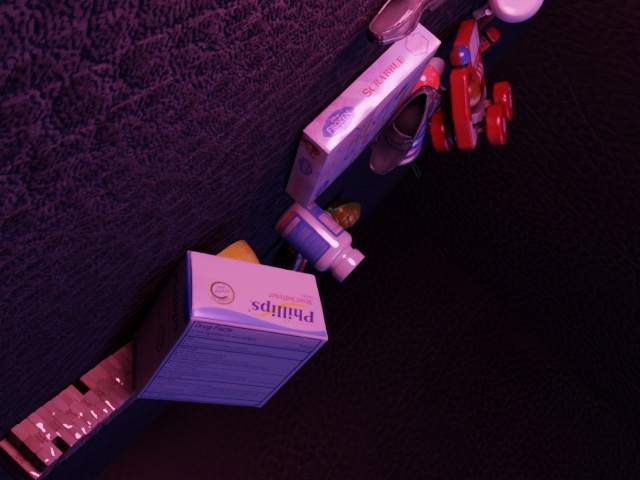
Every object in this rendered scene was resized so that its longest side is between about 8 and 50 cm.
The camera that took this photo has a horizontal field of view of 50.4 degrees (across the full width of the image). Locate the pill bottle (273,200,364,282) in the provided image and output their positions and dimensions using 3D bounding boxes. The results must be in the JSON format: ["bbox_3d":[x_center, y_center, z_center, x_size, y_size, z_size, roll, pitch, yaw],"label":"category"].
[{"bbox_3d":[0.000,0.000,1.718,0.124,0.221,0.124,-46,175,-5],"label":"pill bottle"}]

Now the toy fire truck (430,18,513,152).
[{"bbox_3d":[0.351,-0.363,1.624,0.169,0.253,0.302,-3,-145,25],"label":"toy fire truck"}]

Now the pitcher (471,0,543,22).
[{"bbox_3d":[0.434,-0.565,1.592,0.178,0.125,0.207,-32,-167,25],"label":"pitcher"}]

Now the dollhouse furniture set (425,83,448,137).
[{"bbox_3d":[0.344,-0.398,2.011,0.129,0.129,0.184,-47,175,1],"label":"dollhouse furniture set"}]

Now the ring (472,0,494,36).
[{"bbox_3d":[0.510,-0.669,1.832,0.336,0.032,0.336,-45,175,-5],"label":"ring"}]

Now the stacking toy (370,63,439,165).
[{"bbox_3d":[0.213,-0.310,1.640,0.141,0.141,0.330,-45,171,-19],"label":"stacking toy"}]

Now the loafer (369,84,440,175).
[{"bbox_3d":[0.169,-0.230,1.434,0.223,0.076,0.078,-55,169,26],"label":"loafer"}]

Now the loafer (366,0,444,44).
[{"bbox_3d":[0.125,-0.350,0.993,0.170,0.062,0.061,-48,154,-23],"label":"loafer"}]

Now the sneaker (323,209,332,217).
[{"bbox_3d":[-0.056,0.000,2.128,0.228,0.087,0.092,-55,166,14],"label":"sneaker"}]

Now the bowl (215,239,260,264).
[{"bbox_3d":[-0.216,0.154,1.506,0.289,0.156,0.289,-46,175,-6],"label":"bowl"}]

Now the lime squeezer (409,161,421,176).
[{"bbox_3d":[0.225,-0.312,1.921,0.059,0.110,0.310,-29,139,-15],"label":"lime squeezer"}]

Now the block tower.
[{"bbox_3d":[-0.430,0.307,1.263,0.091,0.097,0.335,-50,176,39],"label":"block tower"}]

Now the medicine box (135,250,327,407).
[{"bbox_3d":[-0.176,0.179,1.276,0.289,0.264,0.149,-51,-142,38],"label":"medicine box"}]

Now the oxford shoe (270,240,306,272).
[{"bbox_3d":[-0.081,0.018,1.976,0.271,0.097,0.098,-59,158,-7],"label":"oxford shoe"}]

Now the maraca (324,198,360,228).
[{"bbox_3d":[0.058,-0.087,2.309,0.186,0.099,0.127,-9,145,-37],"label":"maraca"}]

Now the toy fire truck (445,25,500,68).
[{"bbox_3d":[0.447,-0.559,1.978,0.192,0.047,0.135,-38,-178,2],"label":"toy fire truck"}]

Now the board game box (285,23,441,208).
[{"bbox_3d":[0.073,-0.235,1.351,0.318,0.066,0.318,-46,175,-18],"label":"board game box"}]

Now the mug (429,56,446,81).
[{"bbox_3d":[0.277,-0.428,1.707,0.064,0.078,0.062,-54,146,-24],"label":"mug"}]
